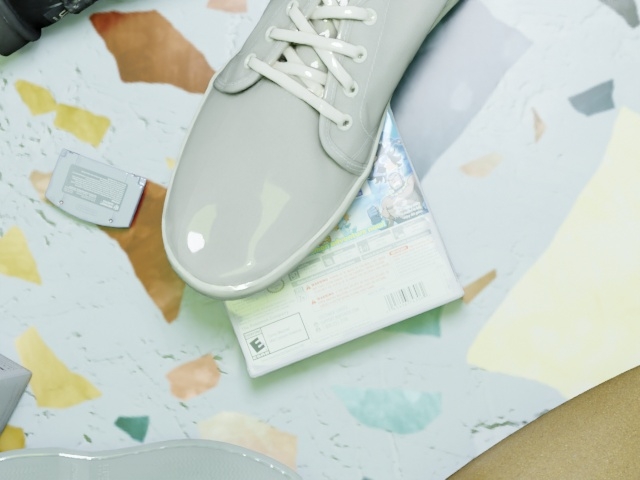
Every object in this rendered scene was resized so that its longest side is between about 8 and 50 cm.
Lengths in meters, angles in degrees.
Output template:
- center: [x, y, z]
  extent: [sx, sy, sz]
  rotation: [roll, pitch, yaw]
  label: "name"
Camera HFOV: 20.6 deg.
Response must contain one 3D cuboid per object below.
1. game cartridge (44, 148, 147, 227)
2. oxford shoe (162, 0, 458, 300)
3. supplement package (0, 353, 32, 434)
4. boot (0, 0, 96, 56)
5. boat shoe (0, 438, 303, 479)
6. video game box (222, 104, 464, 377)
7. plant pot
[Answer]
- center: [-0.205, -0.044, 1.596]
  extent: [0.083, 0.017, 0.056]
  rotation: [21, 87, 5]
  label: "game cartridge"
- center: [0.001, -0.156, 1.498]
  extent: [0.169, 0.130, 0.449]
  rotation: [32, 83, 14]
  label: "oxford shoe"
- center: [-0.359, 0.143, 1.488]
  extent: [0.139, 0.244, 0.134]
  rotation: [29, 91, 4]
  label: "supplement package"
- center: [-0.243, -0.361, 1.547]
  extent: [0.260, 0.131, 0.348]
  rotation: [-28, 97, 10]
  label: "boot"
- center: [-0.159, 0.241, 1.550]
  extent: [0.302, 0.091, 0.114]
  rotation: [5, 45, 6]
  label: "boat shoe"
- center: [0.000, 0.000, 1.563]
  extent: [0.205, 0.048, 0.187]
  rotation: [-21, 88, 3]
  label: "video game box"
- center: [0.247, 0.222, 1.468]
  extent: [0.254, 0.237, 0.237]
  rotation: [-42, 86, -13]
  label: "plant pot"
